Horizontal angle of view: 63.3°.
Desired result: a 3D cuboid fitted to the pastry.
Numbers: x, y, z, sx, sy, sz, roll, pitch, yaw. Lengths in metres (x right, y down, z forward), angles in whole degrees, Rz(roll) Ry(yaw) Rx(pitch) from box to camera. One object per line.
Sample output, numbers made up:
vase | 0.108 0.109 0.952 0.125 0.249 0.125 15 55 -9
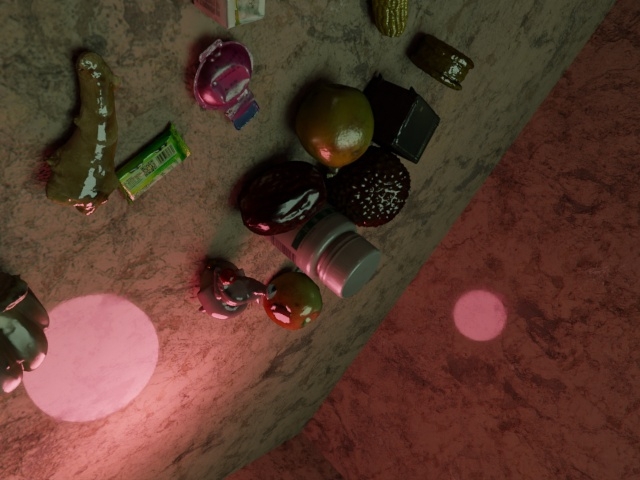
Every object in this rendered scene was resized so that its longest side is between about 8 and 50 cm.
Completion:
pastry | 0.371 -0.543 1.579 0.189 0.189 0.103 -10 137 -56

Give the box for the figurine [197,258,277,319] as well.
figurine | -0.253 0.127 1.487 0.176 0.186 0.287 -22 -179 -30

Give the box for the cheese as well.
cheese | -0.189 -0.321 1.085 0.155 0.062 0.244 -46 157 -7

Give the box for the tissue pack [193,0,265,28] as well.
tissue pack | -0.154 -0.461 0.881 0.099 0.106 0.148 -34 152 -32

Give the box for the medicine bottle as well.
medicine bottle | 0.000 0.000 1.548 0.208 0.340 0.208 -40 155 -23

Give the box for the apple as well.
apple | -0.099 0.217 1.887 0.207 0.188 0.173 -44 155 -15

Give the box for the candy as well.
candy | -0.353 -0.156 1.083 0.178 0.032 0.102 -45 160 -14

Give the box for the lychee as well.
lychee | 0.147 -0.174 1.644 0.304 0.275 0.275 -5 134 -33

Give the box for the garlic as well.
garlic | -0.649 0.191 0.994 0.237 0.210 0.291 -76 -177 -56

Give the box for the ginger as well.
ginger | -0.408 -0.181 0.900 0.131 0.086 0.294 -12 129 -41

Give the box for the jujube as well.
jujube | -0.103 -0.109 1.402 0.243 0.183 0.183 -23 151 -8

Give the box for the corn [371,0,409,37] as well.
corn | 0.162 -0.602 1.241 0.106 0.106 0.293 -47 161 -5

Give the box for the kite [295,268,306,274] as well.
kite | -0.117 0.188 2.030 0.245 0.015 0.141 -52 155 -3

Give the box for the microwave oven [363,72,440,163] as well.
microwave oven | 0.229 -0.371 1.597 0.178 0.188 0.247 -60 151 9

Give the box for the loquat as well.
loquat | 0.040 -0.282 1.359 0.213 0.213 0.246 -20 121 -49
